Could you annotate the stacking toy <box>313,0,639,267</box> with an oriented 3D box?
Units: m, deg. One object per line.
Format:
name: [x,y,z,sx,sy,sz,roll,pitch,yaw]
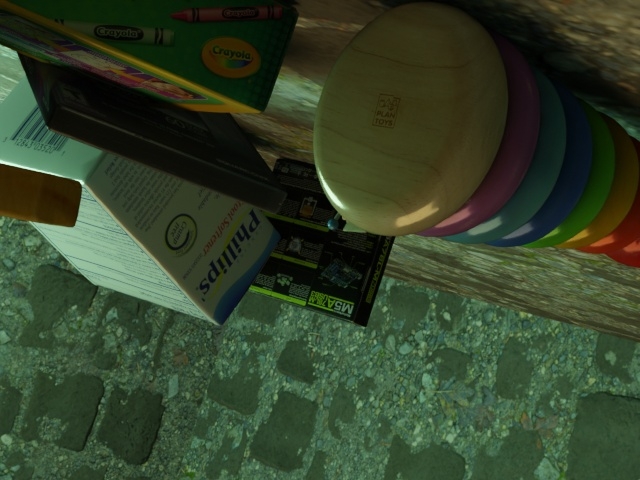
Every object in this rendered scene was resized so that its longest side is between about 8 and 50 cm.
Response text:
stacking toy: [0.157,-0.045,0.806,0.330,0.141,0.141,14,179,-42]

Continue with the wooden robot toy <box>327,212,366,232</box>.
wooden robot toy: [0.051,-0.068,1.335,0.076,0.079,0.173,-3,-162,11]

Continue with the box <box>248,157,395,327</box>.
box: [0.000,0.000,1.558,0.191,0.184,0.045,14,176,31]

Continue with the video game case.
video game case: [-0.154,-0.121,0.993,0.196,0.026,0.274,20,-160,-31]

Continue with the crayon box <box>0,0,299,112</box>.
crayon box: [-0.177,-0.168,0.802,0.278,0.081,0.165,20,176,-33]

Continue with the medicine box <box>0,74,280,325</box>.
medicine box: [-0.241,-0.054,1.486,0.264,0.149,0.289,14,152,43]

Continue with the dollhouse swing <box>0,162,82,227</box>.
dollhouse swing: [-0.326,-0.162,0.715,0.305,0.315,0.347,-5,-173,-28]
